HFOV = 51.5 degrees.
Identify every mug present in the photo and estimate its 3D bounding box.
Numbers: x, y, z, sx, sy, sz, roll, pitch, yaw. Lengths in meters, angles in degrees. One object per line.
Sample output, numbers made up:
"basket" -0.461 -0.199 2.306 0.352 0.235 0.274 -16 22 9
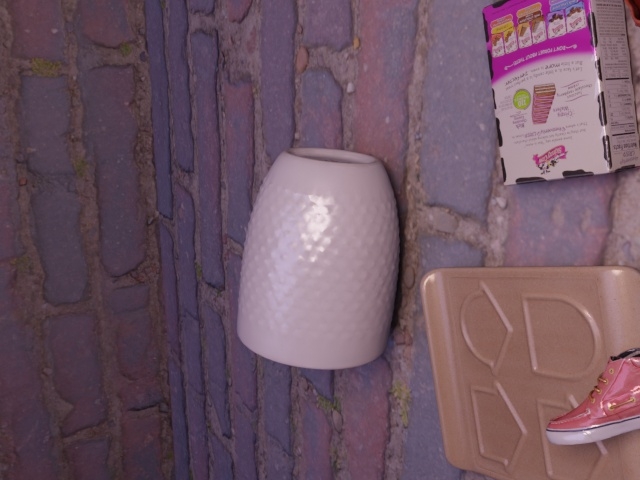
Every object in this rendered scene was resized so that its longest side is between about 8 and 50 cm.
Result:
"mug" 0.000 0.000 1.196 0.374 0.276 0.328 -100 16 -73

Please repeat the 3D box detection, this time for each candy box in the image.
"candy box" 0.293 -0.192 0.816 0.159 0.071 0.234 -1 98 58

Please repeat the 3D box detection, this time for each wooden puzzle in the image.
"wooden puzzle" 0.305 0.191 0.916 0.347 0.080 0.322 -5 95 54

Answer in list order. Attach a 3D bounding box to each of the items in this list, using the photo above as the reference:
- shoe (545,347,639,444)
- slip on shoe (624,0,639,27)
"shoe" 0.333 0.175 0.757 0.178 0.063 0.081 -25 81 30
"slip on shoe" 0.330 -0.360 0.680 0.123 0.101 0.332 -26 76 59
